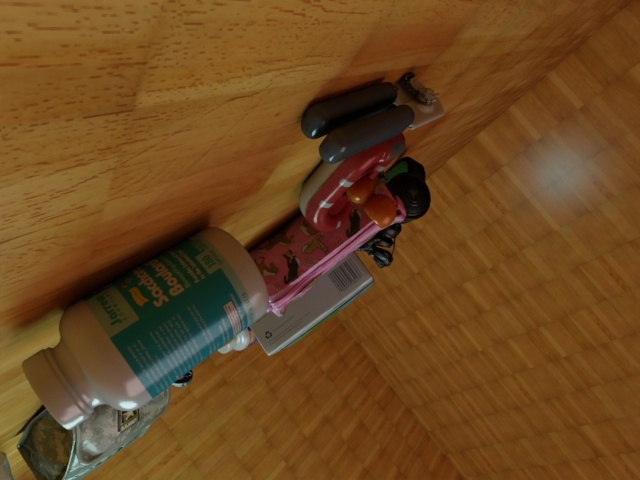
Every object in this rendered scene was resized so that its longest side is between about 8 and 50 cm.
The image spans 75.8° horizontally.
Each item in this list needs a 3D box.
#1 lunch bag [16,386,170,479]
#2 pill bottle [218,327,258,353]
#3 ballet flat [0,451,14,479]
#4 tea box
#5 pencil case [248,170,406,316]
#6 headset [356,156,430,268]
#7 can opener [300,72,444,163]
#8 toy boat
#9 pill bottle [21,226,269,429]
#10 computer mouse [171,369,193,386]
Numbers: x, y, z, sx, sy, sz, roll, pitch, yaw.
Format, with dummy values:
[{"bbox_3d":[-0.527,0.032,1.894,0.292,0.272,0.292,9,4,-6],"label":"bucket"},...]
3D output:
[{"bbox_3d":[-0.483,0.387,0.917,0.287,0.169,0.235,-50,166,27],"label":"lunch bag"},{"bbox_3d":[-0.322,0.375,1.758,0.272,0.152,0.152,-20,162,-49],"label":"pill bottle"},{"bbox_3d":[-0.738,0.569,0.906,0.139,0.139,0.400,-32,171,-47],"label":"ballet flat"},{"bbox_3d":[-0.038,0.126,1.165,0.329,0.220,0.323,-37,169,2],"label":"tea box"},{"bbox_3d":[0.000,0.000,0.903,0.386,0.160,0.167,-37,175,-4],"label":"pencil case"},{"bbox_3d":[0.171,-0.086,1.133,0.243,0.185,0.394,-51,-162,41],"label":"headset"},{"bbox_3d":[0.081,-0.163,0.556,0.280,0.074,0.093,-32,172,-44],"label":"can opener"},{"bbox_3d":[0.072,-0.085,0.720,0.151,0.151,0.231,-32,171,-46],"label":"toy boat"},{"bbox_3d":[-0.205,0.104,0.512,0.264,0.146,0.146,-35,173,-30],"label":"pill bottle"},{"bbox_3d":[-0.288,0.177,0.779,0.188,0.072,0.272,21,124,-33],"label":"computer mouse"}]
